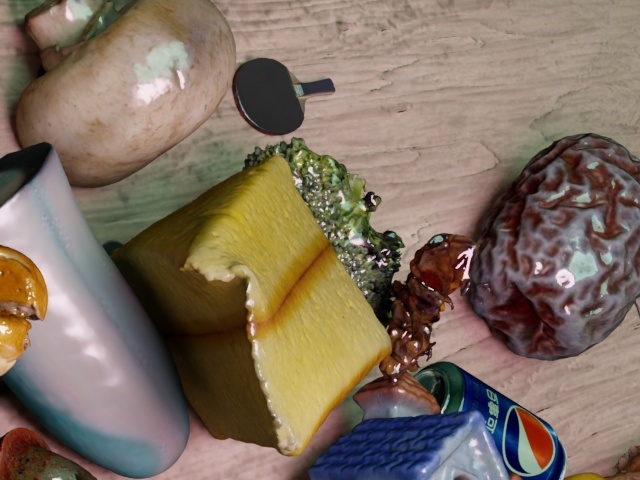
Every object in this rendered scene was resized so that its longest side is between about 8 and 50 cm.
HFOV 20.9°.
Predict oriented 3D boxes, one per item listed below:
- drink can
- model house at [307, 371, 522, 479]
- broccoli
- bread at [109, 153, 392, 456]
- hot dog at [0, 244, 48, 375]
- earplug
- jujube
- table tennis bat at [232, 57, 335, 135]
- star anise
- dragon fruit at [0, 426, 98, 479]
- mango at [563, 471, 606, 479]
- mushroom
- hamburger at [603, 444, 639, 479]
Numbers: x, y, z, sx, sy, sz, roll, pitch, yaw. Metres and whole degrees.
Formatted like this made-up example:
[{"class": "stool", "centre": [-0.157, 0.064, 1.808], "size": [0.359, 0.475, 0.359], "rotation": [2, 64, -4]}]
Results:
[{"class": "drink can", "centre": [0.184, 0.228, 1.999], "size": [0.205, 0.118, 0.118], "rotation": [33, 51, -32]}, {"class": "model house", "centre": [0.133, 0.293, 1.795], "size": [0.295, 0.251, 0.329], "rotation": [30, 58, -32]}, {"class": "broccoli", "centre": [0.000, 0.003, 1.865], "size": [0.226, 0.198, 0.176], "rotation": [16, 71, -32]}, {"class": "bread", "centre": [-0.103, 0.090, 1.590], "size": [0.233, 0.245, 0.361], "rotation": [60, 17, -4]}, {"class": "hot dog", "centre": [-0.395, 0.032, 1.443], "size": [0.337, 0.100, 0.135], "rotation": [15, 43, 4]}, {"class": "earplug", "centre": [-0.234, 0.088, 1.626], "size": [0.324, 0.185, 0.185], "rotation": [55, 43, -21]}, {"class": "jujube", "centre": [0.312, 0.007, 2.170], "size": [0.226, 0.226, 0.317], "rotation": [54, 49, -12]}, {"class": "table tennis bat", "centre": [-0.041, -0.172, 2.039], "size": [0.158, 0.014, 0.095], "rotation": [-14, 81, -46]}, {"class": "star anise", "centre": [0.109, 0.057, 1.776], "size": [0.073, 0.234, 0.177], "rotation": [24, 74, -2]}, {"class": "dragon fruit", "centre": [-0.249, 0.291, 1.477], "size": [0.268, 0.130, 0.295], "rotation": [74, 12, -52]}, {"class": "mango", "centre": [0.302, 0.398, 2.005], "size": [0.130, 0.167, 0.262], "rotation": [77, 7, -67]}, {"class": "mushroom", "centre": [-0.190, -0.184, 1.769], "size": [0.195, 0.189, 0.254], "rotation": [55, 40, -14]}, {"class": "hamburger", "centre": [0.436, 0.354, 2.118], "size": [0.211, 0.245, 0.260], "rotation": [-10, 40, -38]}]
